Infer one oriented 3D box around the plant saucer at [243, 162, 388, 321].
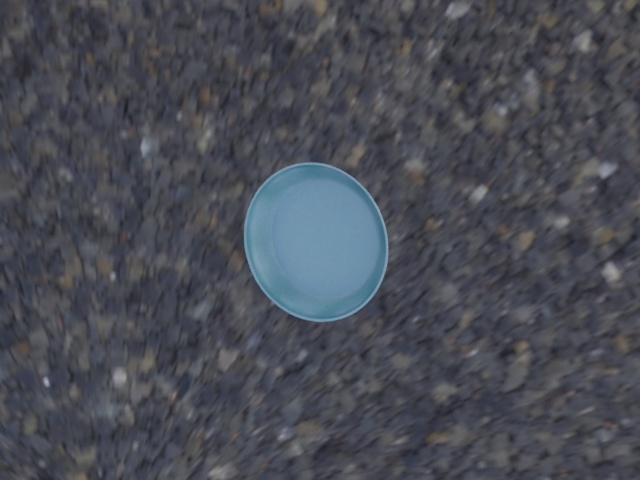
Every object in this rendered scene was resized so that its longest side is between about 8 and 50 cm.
[{"bbox_3d":[0.000,0.000,1.423,0.119,0.021,0.119,5,101,26],"label":"plant saucer"}]
